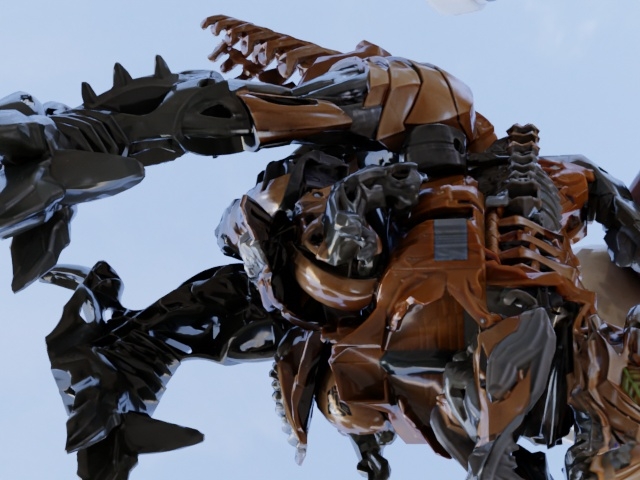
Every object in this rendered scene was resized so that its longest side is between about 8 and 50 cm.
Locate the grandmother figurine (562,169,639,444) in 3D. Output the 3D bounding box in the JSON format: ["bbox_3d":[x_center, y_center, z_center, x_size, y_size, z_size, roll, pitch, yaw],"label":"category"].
[{"bbox_3d":[0.184,-0.048,0.516,0.104,0.208,0.342,42,-66,23],"label":"grandmother figurine"}]

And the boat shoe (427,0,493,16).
[{"bbox_3d":[0.044,-0.264,0.660,0.094,0.302,0.109,-21,-147,23],"label":"boat shoe"}]

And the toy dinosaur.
[{"bbox_3d":[0.000,0.000,0.454,0.218,0.322,0.164,-16,-74,-10],"label":"toy dinosaur"}]
